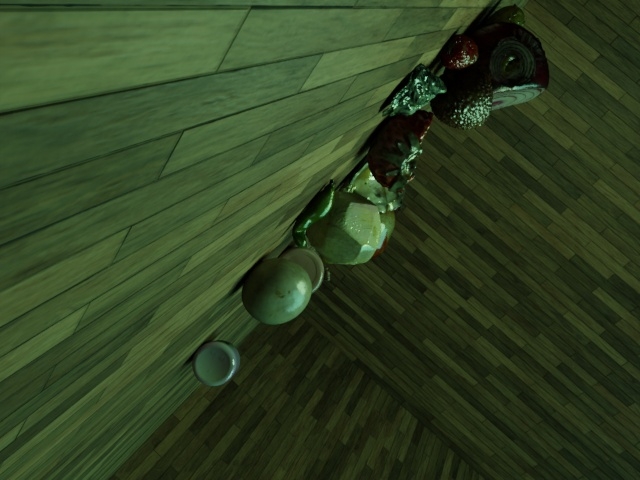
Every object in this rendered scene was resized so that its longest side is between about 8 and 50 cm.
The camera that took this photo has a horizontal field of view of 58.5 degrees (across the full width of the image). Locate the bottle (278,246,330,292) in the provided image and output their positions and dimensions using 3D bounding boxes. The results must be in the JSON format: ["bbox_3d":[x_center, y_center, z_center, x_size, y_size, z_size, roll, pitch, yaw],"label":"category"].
[{"bbox_3d":[-0.061,0.122,2.066,0.297,0.206,0.173,110,-23,-81],"label":"bottle"}]

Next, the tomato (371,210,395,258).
[{"bbox_3d":[0.134,-0.064,2.103,0.270,0.222,0.271,-28,-123,54],"label":"tomato"}]

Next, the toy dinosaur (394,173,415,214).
[{"bbox_3d":[0.272,-0.159,2.159,0.070,0.139,0.286,-36,-165,-36],"label":"toy dinosaur"}]

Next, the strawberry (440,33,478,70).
[{"bbox_3d":[0.389,-0.520,1.595,0.106,0.106,0.106,-49,177,-4],"label":"strawberry"}]

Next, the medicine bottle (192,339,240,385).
[{"bbox_3d":[-0.363,0.429,2.021,0.152,0.152,0.254,-48,177,-10],"label":"medicine bottle"}]

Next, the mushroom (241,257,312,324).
[{"bbox_3d":[-0.132,0.133,1.652,0.204,0.204,0.204,-49,177,-4],"label":"mushroom"}]

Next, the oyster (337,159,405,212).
[{"bbox_3d":[0.183,-0.191,1.970,0.100,0.270,0.276,-11,-116,62],"label":"oyster"}]

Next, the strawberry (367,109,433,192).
[{"bbox_3d":[0.238,-0.302,1.782,0.336,0.149,0.265,-65,174,-60],"label":"strawberry"}]

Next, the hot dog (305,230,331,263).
[{"bbox_3d":[0.003,0.002,1.984,0.286,0.061,0.088,65,38,-56],"label":"hot dog"}]

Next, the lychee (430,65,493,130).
[{"bbox_3d":[0.414,-0.416,1.671,0.194,0.194,0.194,-49,177,-4],"label":"lychee"}]

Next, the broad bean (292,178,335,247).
[{"bbox_3d":[-0.016,-0.077,1.608,0.214,0.070,0.048,-59,-168,9],"label":"broad bean"}]

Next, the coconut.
[{"bbox_3d":[0.080,-0.038,1.753,0.237,0.237,0.197,-47,-161,-31],"label":"coconut"}]

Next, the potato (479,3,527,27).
[{"bbox_3d":[0.594,-0.684,2.006,0.300,0.140,0.173,-50,170,31],"label":"potato"}]

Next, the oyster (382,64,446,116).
[{"bbox_3d":[0.240,-0.383,1.502,0.199,0.087,0.252,-53,165,5],"label":"oyster"}]

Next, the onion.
[{"bbox_3d":[0.550,-0.559,1.821,0.336,0.261,0.282,-10,-178,5],"label":"onion"}]
